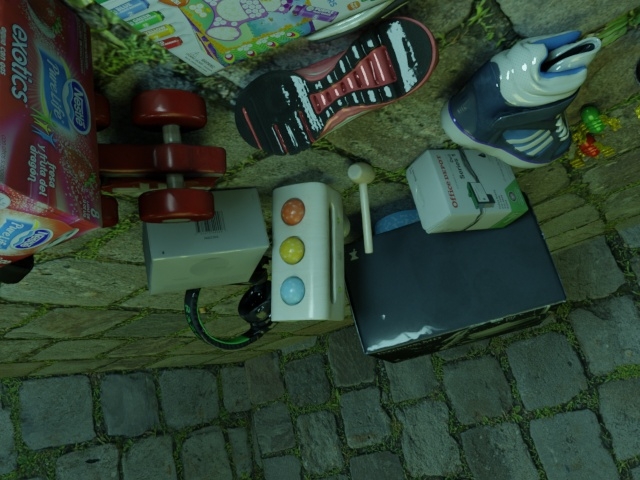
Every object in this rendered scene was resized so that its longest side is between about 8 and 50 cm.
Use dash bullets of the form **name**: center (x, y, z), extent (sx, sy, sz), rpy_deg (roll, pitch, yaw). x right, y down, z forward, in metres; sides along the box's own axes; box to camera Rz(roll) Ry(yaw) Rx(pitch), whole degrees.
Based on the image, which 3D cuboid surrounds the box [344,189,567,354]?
- **box**: center (0.350, 0.132, 1.407), extent (0.479, 0.298, 0.472), rpy_deg (-18, 159, 11)

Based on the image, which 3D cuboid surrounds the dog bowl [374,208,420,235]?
- **dog bowl**: center (0.284, -0.032, 1.448), extent (0.297, 0.074, 0.166), rpy_deg (-7, 160, -22)

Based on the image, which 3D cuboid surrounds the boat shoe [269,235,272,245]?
- **boat shoe**: center (-0.096, -0.020, 1.259), extent (0.038, 0.046, 0.125), rpy_deg (29, 142, -7)

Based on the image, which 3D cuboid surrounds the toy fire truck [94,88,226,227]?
- **toy fire truck**: center (-0.290, -0.099, 0.740), extent (0.301, 0.170, 0.254), rpy_deg (-5, 178, -23)

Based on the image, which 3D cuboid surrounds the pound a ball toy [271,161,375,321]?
- **pound a ball toy**: center (0.000, 0.000, 1.028), extent (0.208, 0.320, 0.135), rpy_deg (-6, 168, 28)

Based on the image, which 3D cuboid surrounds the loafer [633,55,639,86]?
- **loafer**: center (0.547, -0.348, 0.690), extent (0.130, 0.134, 0.366), rpy_deg (12, 147, -5)

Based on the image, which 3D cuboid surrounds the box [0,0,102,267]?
- **box**: center (-0.302, -0.121, 0.479), extent (0.128, 0.257, 0.122), rpy_deg (-19, 158, 13)

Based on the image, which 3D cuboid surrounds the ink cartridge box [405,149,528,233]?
- **ink cartridge box**: center (0.316, -0.109, 1.110), extent (0.219, 0.160, 0.092), rpy_deg (-5, 158, -26)

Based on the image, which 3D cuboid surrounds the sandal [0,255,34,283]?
- **sandal**: center (-0.461, 0.006, 0.644), extent (0.167, 0.107, 0.445), rpy_deg (44, 163, -22)

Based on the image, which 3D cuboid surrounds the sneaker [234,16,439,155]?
- **sneaker**: center (0.025, -0.201, 0.719), extent (0.313, 0.116, 0.136), rpy_deg (-14, -171, 28)

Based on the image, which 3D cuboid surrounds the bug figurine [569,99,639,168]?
- **bug figurine**: center (0.655, -0.255, 1.078), extent (0.278, 0.072, 0.216), rpy_deg (-21, 154, 34)

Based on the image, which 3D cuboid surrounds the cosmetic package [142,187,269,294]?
- **cosmetic package**: center (-0.248, 0.005, 1.068), extent (0.223, 0.138, 0.225), rpy_deg (-6, 159, -22)

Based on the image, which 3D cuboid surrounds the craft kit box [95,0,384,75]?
- **craft kit box**: center (-0.079, -0.263, 0.474), extent (0.246, 0.061, 0.250), rpy_deg (-18, 169, 20)

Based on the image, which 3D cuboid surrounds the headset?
- **headset**: center (-0.159, 0.121, 1.336), extent (0.394, 0.244, 0.185), rpy_deg (-36, -156, -32)

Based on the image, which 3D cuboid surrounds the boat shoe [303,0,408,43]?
- **boat shoe**: center (0.074, -0.278, 0.588), extent (0.206, 0.075, 0.065), rpy_deg (-25, 156, 17)

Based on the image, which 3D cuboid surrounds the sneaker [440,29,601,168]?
- **sneaker**: center (0.387, -0.232, 0.853), extent (0.322, 0.130, 0.236), rpy_deg (4, 159, -30)

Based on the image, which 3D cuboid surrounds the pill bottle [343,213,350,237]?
- **pill bottle**: center (-0.002, -0.030, 1.211), extent (0.152, 0.086, 0.086), rpy_deg (-8, 162, -45)
